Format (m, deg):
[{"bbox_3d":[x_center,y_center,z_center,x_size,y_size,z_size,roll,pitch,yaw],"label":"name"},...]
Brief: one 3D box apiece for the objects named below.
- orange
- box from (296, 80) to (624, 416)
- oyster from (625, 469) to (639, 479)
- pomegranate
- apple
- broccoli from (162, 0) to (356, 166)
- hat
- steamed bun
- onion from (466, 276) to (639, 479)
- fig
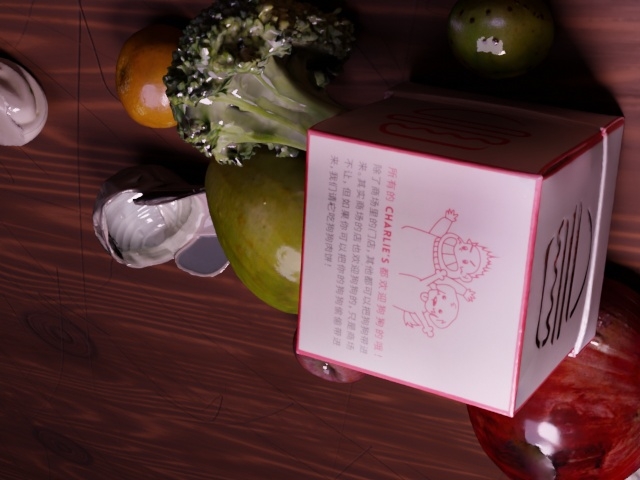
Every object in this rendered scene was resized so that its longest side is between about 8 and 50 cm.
[{"bbox_3d":[-0.229,-0.241,1.743,0.134,0.155,0.154,-3,159,-25],"label":"orange"},{"bbox_3d":[0.171,-0.004,1.473,0.312,0.300,0.314,14,113,27],"label":"box"},{"bbox_3d":[0.497,0.337,1.997,0.163,0.081,0.191,-4,123,10],"label":"oyster"},{"bbox_3d":[0.211,-0.250,1.381,0.130,0.130,0.130,22,147,15],"label":"pomegranate"},{"bbox_3d":[0.029,0.185,2.130,0.153,0.120,0.153,19,151,11],"label":"apple"},{"bbox_3d":[-0.073,-0.214,1.548,0.259,0.288,0.235,1,97,32],"label":"broccoli"},{"bbox_3d":[-0.251,-0.053,2.024,0.275,0.161,0.232,-8,148,15],"label":"hat"},{"bbox_3d":[-0.552,-0.247,2.044,0.183,0.106,0.183,24,151,14],"label":"steamed bun"},{"bbox_3d":[0.360,0.218,1.726,0.341,0.341,0.341,22,147,15],"label":"onion"},{"bbox_3d":[-0.039,-0.043,1.765,0.326,0.258,0.258,42,157,33],"label":"fig"}]
